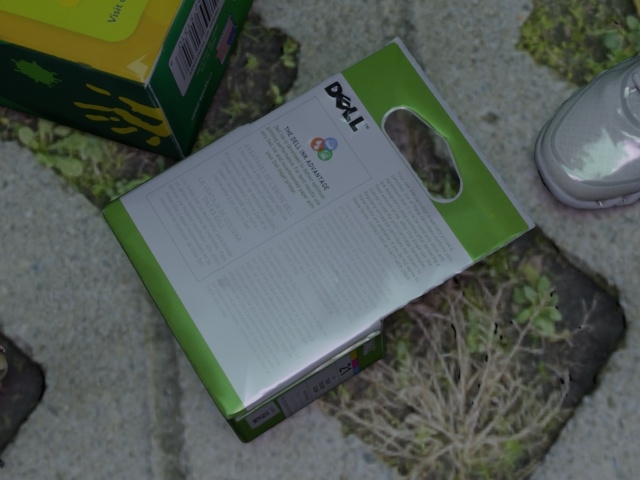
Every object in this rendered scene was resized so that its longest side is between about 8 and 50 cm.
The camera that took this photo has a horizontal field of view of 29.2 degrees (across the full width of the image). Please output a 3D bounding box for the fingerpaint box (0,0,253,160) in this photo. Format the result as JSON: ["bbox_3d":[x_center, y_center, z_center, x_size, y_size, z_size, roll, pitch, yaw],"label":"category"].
[{"bbox_3d":[-0.209,-0.333,1.004,0.371,0.163,0.445,17,74,10],"label":"fingerpaint box"}]

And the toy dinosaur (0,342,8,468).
[{"bbox_3d":[-0.290,0.202,0.890,0.118,0.064,0.268,37,81,22],"label":"toy dinosaur"}]

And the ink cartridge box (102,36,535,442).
[{"bbox_3d":[0.000,0.000,0.909,0.255,0.097,0.189,-31,71,-7],"label":"ink cartridge box"}]

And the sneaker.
[{"bbox_3d":[0.289,-0.125,0.913,0.292,0.118,0.110,-30,73,-3],"label":"sneaker"}]
